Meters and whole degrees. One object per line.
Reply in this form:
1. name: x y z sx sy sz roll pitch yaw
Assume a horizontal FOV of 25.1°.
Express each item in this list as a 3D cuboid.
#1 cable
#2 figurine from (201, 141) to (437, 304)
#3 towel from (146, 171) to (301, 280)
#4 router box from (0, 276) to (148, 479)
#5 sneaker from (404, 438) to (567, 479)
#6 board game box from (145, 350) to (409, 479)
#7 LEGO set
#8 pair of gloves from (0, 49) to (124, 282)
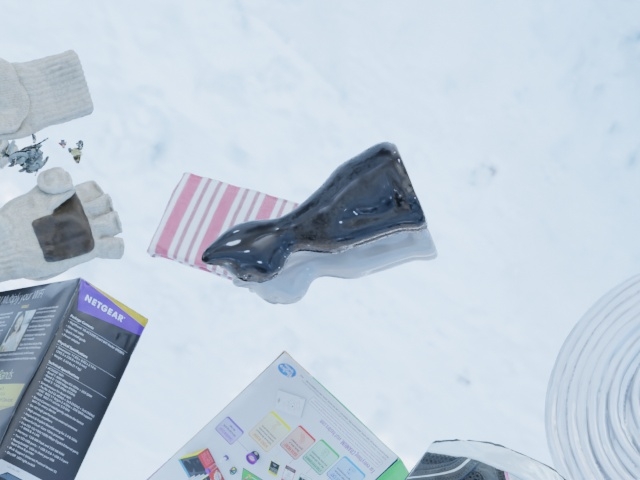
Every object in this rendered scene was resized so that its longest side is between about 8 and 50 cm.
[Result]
1. cable: 0.304 0.135 1.134 0.089 0.257 0.257 38 50 -66
2. figurine: 0.000 0.000 1.425 0.209 0.092 0.215 -22 165 4
3. towel: -0.111 -0.007 1.848 0.029 0.197 0.144 98 11 -51
4. router box: -0.309 0.168 1.326 0.081 0.309 0.243 35 66 -28
5. sneaker: 0.120 0.172 0.780 0.077 0.178 0.072 -58 160 -29
6. board game box: -0.079 0.328 1.852 0.316 0.242 0.064 -42 144 -10
7. LEGO set: -0.261 -0.077 1.339 0.083 0.023 0.054 -11 150 -4
8. pair of gloves: -0.310 -0.075 1.477 0.204 0.042 0.240 -12 92 -36
